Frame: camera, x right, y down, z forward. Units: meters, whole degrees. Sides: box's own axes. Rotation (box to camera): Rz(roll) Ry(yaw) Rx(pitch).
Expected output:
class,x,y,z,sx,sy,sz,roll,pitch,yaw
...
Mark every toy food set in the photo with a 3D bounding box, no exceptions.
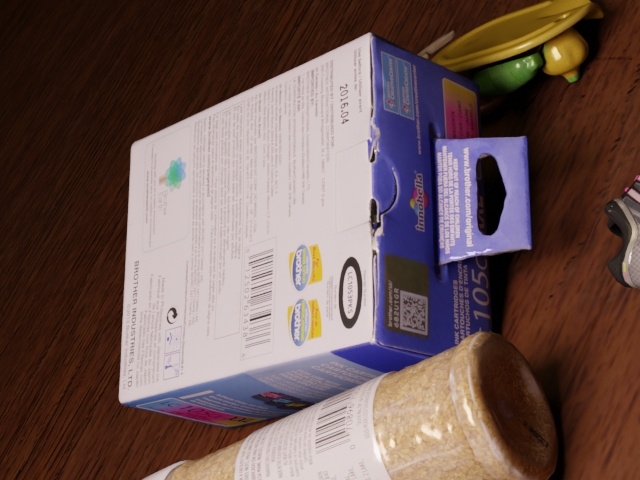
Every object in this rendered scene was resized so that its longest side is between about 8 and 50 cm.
class,x,y,z,sx,sy,sz,roll,pitch,yaw
toy food set,0.178,-0.168,1.270,0.218,0.071,0.128,-10,25,46

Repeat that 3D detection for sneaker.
class,x,y,z,sx,sy,sz,roll,pitch,yaw
sneaker,0.253,-0.032,1.007,0.075,0.063,0.170,-15,50,38

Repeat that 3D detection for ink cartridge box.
class,x,y,z,sx,sy,sz,roll,pitch,yaw
ink cartridge box,0.000,0.000,1.158,0.395,0.151,0.270,-19,63,45

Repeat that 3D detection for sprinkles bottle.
class,x,y,z,sx,sy,sz,roll,pitch,yaw
sprinkles bottle,0.005,0.187,1.029,0.355,0.121,0.121,-28,37,31
